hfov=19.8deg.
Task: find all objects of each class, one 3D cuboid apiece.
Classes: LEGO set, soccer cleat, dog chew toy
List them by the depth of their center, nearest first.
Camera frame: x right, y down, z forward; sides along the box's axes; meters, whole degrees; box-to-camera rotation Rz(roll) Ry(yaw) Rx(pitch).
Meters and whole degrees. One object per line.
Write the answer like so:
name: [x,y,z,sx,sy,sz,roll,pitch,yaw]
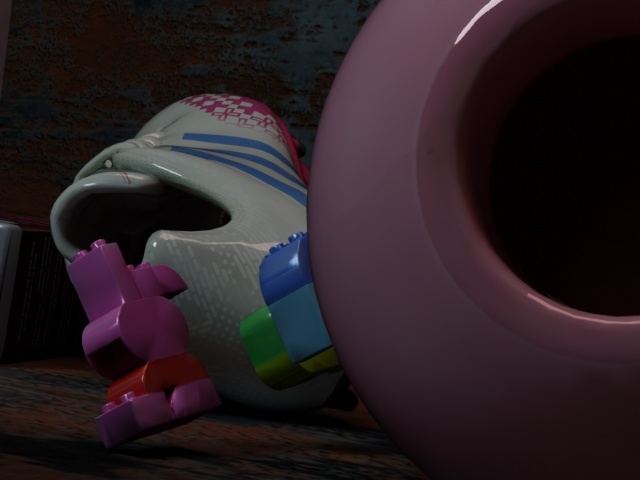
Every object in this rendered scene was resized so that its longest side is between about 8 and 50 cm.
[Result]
dog chew toy: [0.119,0.005,0.623,0.206,0.206,0.332,7,-8,16]
LEGO set: [0.000,0.000,0.710,0.087,0.093,0.227,-30,-10,32]
soccer cleat: [-0.073,-0.018,0.919,0.143,0.116,0.331,20,9,-24]

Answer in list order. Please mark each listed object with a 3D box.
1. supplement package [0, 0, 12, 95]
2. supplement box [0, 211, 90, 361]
supplement package: [-0.246,-0.021,0.453,0.204,0.145,0.262,8,0,40]
supplement box: [-0.190,0.019,1.013,0.130,0.073,0.239,9,1,13]
